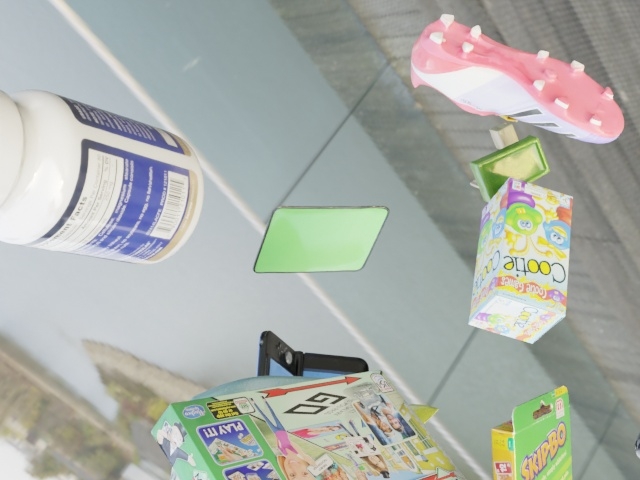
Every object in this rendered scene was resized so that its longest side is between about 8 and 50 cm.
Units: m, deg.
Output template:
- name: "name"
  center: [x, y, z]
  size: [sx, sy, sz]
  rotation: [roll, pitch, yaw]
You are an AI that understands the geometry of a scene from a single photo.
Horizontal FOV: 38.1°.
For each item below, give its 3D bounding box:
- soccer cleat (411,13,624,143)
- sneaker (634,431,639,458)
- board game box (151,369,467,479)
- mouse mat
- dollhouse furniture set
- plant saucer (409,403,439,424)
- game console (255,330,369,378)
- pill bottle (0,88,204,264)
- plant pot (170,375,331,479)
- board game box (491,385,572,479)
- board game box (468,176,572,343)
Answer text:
- name: "soccer cleat"
  center: [0.217, -0.168, 1.042]
  size: [0.248, 0.083, 0.095]
  rotation: [26, 147, 7]
- name: "sneaker"
  center: [0.537, 0.206, 1.348]
  size: [0.124, 0.283, 0.107]
  rotation: [39, 162, 42]
- name: "board game box"
  center: [0.013, 0.238, 0.935]
  size: [0.317, 0.046, 0.213]
  rotation: [0, -138, -48]
- name: "mouse mat"
  center: [0.000, 0.000, 1.408]
  size: [0.152, 0.190, 0.007]
  rotation: [113, 148, -44]
- name: "dollhouse furniture set"
  center: [0.351, -0.260, 2.034]
  size: [0.301, 0.151, 0.197]
  rotation: [65, 174, -17]
- name: "plant saucer"
  center: [0.138, 0.386, 1.801]
  size: [0.045, 0.188, 0.188]
  rotation: [47, 168, 12]
- name: "game console"
  center: [-0.017, 0.360, 2.006]
  size: [0.174, 0.293, 0.250]
  rotation: [-9, 151, 20]
- name: "pill bottle"
  center: [-0.255, -0.064, 0.927]
  size: [0.153, 0.153, 0.265]
  rotation: [22, -176, 35]
- name: "plant pot"
  center: [-0.106, 0.364, 1.464]
  size: [0.253, 0.247, 0.247]
  rotation: [12, 130, -11]
- name: "board game box"
  center: [0.229, 0.291, 0.983]
  size: [0.039, 0.259, 0.124]
  rotation: [4, -173, 41]
- name: "board game box"
  center: [0.398, 0.039, 1.841]
  size: [0.142, 0.275, 0.144]
  rotation: [17, 148, -7]
